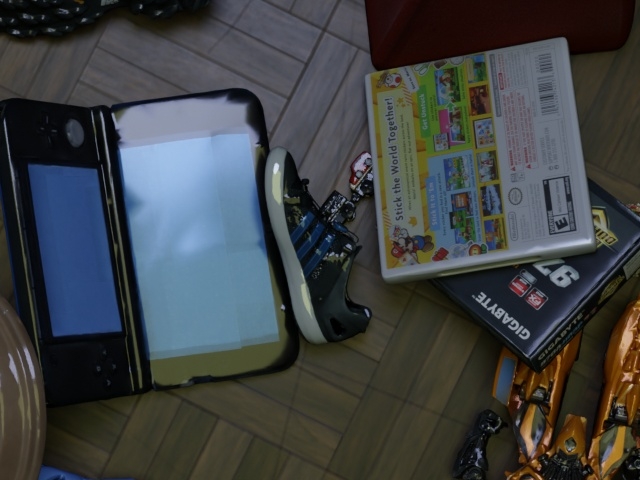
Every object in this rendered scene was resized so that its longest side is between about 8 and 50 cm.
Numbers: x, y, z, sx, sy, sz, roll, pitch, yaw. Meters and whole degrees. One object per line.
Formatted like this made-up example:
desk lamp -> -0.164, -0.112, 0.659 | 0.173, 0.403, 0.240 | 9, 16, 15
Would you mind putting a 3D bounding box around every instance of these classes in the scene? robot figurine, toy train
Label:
robot figurine -> 0.247, 0.180, 1.683 | 0.211, 0.085, 0.291 | 12, 78, 10
toy train -> 0.048, -0.070, 1.738 | 0.036, 0.027, 0.158 | 38, 85, 11

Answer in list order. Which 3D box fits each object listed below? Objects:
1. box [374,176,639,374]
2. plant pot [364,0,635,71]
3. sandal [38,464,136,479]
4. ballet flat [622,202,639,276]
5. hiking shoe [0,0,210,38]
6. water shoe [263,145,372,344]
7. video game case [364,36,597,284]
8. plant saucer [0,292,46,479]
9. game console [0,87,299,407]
box -> 0.190, -0.003, 1.680 | 0.175, 0.051, 0.220 | -45, 61, -5
plant pot -> 0.175, -0.323, 1.658 | 0.267, 0.236, 0.267 | -6, 86, -3
sandal -> -0.217, 0.281, 1.666 | 0.317, 0.126, 0.138 | 30, 48, 7
ballet flat -> 0.384, 0.013, 1.721 | 0.241, 0.077, 0.091 | 6, 84, -3
hiking shoe -> -0.245, -0.285, 1.718 | 0.304, 0.113, 0.132 | -2, 55, 4
water shoe -> 0.000, 0.000, 1.698 | 0.080, 0.073, 0.203 | -12, 102, 9
video game case -> 0.152, -0.078, 1.675 | 0.206, 0.026, 0.227 | -9, 66, 12
plant saucer -> -0.367, 0.161, 1.612 | 0.278, 0.041, 0.278 | -1, 89, 36
game console -> -0.164, -0.001, 1.656 | 0.173, 0.250, 0.293 | -11, 85, 23
